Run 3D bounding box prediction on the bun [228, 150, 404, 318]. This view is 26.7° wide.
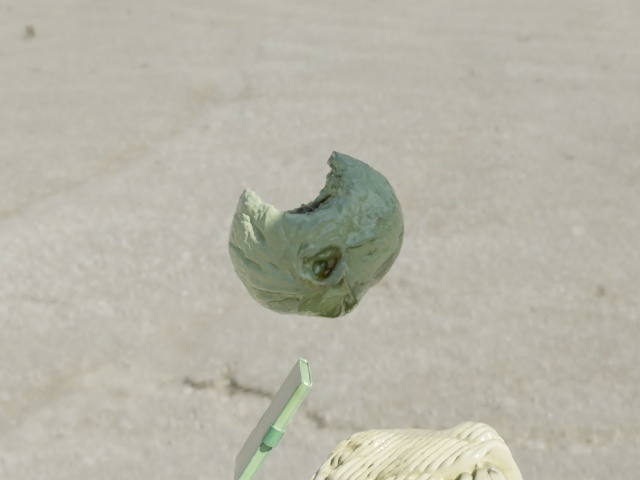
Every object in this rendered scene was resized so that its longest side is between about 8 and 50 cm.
[{"bbox_3d":[0.000,0.000,1.583,0.212,0.204,0.126,-49,28,4],"label":"bun"}]

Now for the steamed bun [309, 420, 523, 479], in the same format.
[{"bbox_3d":[0.119,0.406,1.761,0.347,0.237,0.394,-23,12,-7],"label":"steamed bun"}]

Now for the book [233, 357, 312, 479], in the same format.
[{"bbox_3d":[-0.050,0.194,1.425,0.017,0.135,0.103,32,6,-7],"label":"book"}]
